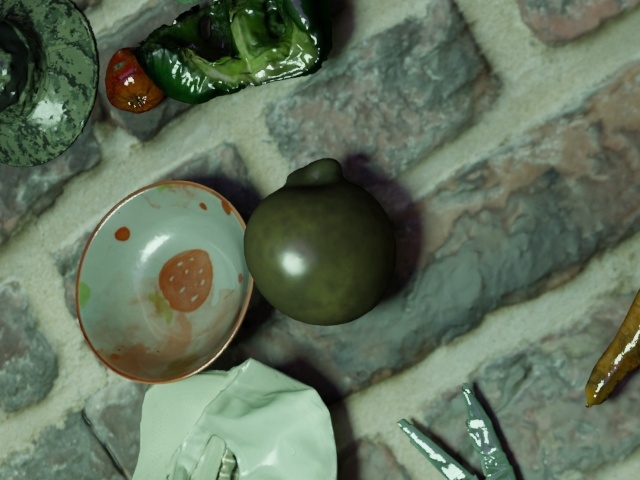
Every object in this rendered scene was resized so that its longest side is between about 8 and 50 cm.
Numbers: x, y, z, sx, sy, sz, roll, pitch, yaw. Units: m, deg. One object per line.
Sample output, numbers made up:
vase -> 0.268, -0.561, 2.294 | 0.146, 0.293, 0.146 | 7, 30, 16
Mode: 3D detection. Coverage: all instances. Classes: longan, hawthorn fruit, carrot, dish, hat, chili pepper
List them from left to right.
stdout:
hat -> -0.443, -0.235, 1.658 | 0.265, 0.128, 0.266 | 0, 90, 24
hawthorn fruit -> -0.247, -0.216, 1.602 | 0.093, 0.093, 0.093 | -2, 86, 23
dish -> -0.183, 0.059, 1.538 | 0.260, 0.085, 0.260 | -6, 75, 22
hat -> -0.127, 0.295, 1.495 | 0.301, 0.168, 0.258 | -6, 60, 46
chili pepper -> -0.102, -0.254, 1.531 | 0.264, 0.116, 0.148 | -17, 89, 19
longan -> 0.000, 0.000, 1.431 | 0.184, 0.159, 0.204 | 8, 75, -19
carrot -> 0.366, 0.084, 1.336 | 0.059, 0.059, 0.248 | 34, 104, 21

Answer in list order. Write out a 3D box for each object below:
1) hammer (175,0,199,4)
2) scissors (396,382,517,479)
hammer -> -0.218, -0.379, 1.564 | 0.335, 0.206, 0.119 | 3, 120, 40
scissors -> 0.229, 0.345, 1.387 | 0.256, 0.029, 0.383 | -40, 75, 16
